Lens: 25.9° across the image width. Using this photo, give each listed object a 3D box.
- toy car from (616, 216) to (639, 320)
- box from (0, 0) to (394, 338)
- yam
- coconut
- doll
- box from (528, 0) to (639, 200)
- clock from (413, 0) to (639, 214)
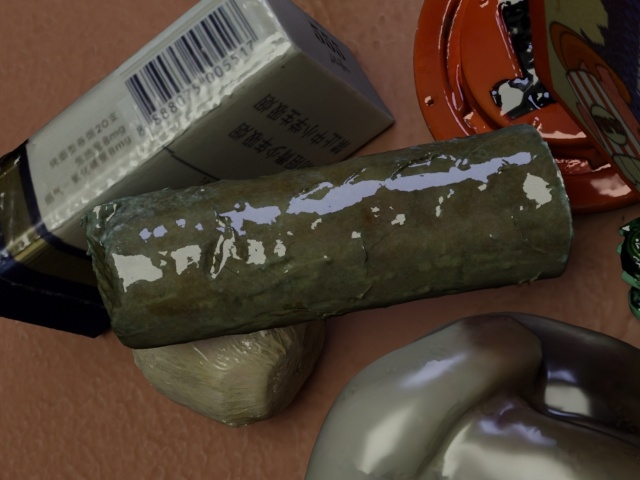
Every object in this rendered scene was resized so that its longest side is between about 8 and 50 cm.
[{"bbox_3d":[0.228,0.026,0.739,0.143,0.073,0.054,19,69,27],"label":"toy car"},{"bbox_3d":[-0.097,-0.042,0.847,0.259,0.168,0.071,-34,69,13],"label":"box"},{"bbox_3d":[0.000,0.000,0.759,0.259,0.093,0.093,-10,73,-1],"label":"yam"},{"bbox_3d":[-0.063,0.049,0.847,0.124,0.110,0.110,26,90,22],"label":"coconut"},{"bbox_3d":[0.059,0.173,0.627,0.215,0.226,0.370,10,47,29],"label":"doll"},{"bbox_3d":[0.277,-0.144,0.562,0.318,0.349,0.257,-34,65,-5],"label":"box"},{"bbox_3d":[0.151,-0.116,0.815,0.205,0.051,0.205,-5,76,22],"label":"clock"}]
